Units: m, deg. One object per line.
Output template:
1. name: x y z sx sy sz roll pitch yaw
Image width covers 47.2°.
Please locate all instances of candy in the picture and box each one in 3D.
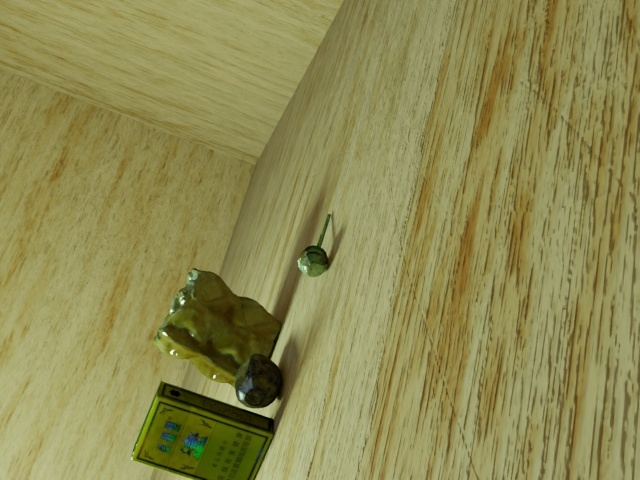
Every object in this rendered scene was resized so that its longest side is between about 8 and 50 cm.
1. candy: 0.000 0.000 1.418 0.202 0.061 0.061 -71 7 -55

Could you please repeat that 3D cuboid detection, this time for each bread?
1. bread: -0.227 0.206 1.635 0.238 0.252 0.196 -63 7 8

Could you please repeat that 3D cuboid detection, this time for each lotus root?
1. lotus root: -0.117 0.267 1.396 0.089 0.080 0.179 -47 10 4

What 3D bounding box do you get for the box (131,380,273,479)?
1. box: -0.211 0.356 1.315 0.064 0.220 0.140 -103 35 -71
